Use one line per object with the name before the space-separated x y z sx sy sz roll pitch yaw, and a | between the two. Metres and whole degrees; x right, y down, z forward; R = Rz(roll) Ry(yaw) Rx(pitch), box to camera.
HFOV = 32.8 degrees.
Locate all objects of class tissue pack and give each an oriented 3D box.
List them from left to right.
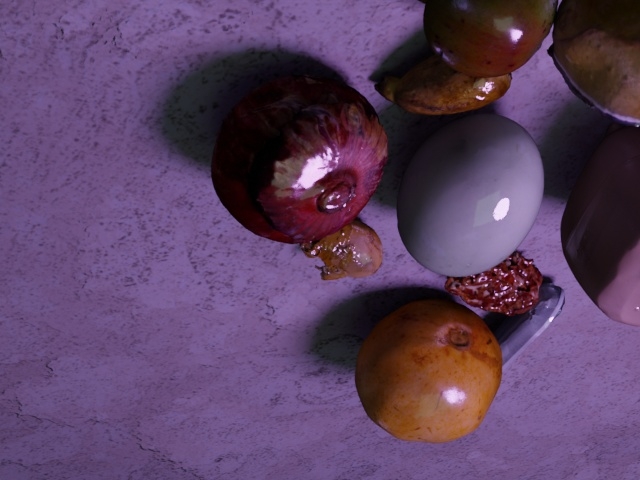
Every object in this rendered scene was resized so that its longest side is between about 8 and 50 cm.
tissue pack | 0.567 -0.026 1.653 0.387 0.276 0.267 5 131 -18

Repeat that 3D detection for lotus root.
lotus root | 0.171 -0.215 1.481 0.191 0.108 0.094 -18 99 21

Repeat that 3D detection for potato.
potato | 0.411 -0.293 1.306 0.247 0.299 0.196 15 137 17

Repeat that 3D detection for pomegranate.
pomegranate | 0.185 0.236 1.898 0.264 0.264 0.264 -7 141 -6
pomegranate | 0.187 -0.300 1.338 0.210 0.180 0.180 29 134 3

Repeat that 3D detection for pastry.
pastry | 0.299 0.067 1.853 0.115 0.097 0.208 -28 141 34

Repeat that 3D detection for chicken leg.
chicken leg | 0.002 -0.002 1.707 0.208 0.085 0.101 23 141 -25

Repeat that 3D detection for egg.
egg | 0.215 -0.063 1.584 0.203 0.202 0.282 4 144 -19

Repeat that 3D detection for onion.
onion | -0.024 -0.106 1.484 0.246 0.190 0.246 -17 133 -19

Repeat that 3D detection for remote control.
remote control | 0.359 0.166 1.981 0.052 0.104 0.247 33 129 -4
